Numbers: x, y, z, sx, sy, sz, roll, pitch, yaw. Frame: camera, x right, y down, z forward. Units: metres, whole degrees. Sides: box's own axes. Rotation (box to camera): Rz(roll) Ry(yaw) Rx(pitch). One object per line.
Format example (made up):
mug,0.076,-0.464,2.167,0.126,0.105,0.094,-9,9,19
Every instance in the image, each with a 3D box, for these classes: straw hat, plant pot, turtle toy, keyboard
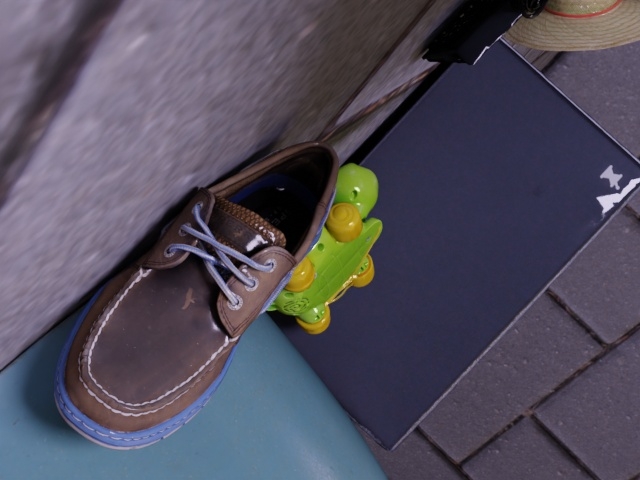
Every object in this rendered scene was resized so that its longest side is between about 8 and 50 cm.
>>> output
straw hat,0.208,-0.203,0.800,0.144,0.145,0.061,-41,132,-45
plant pot,-0.082,0.183,0.534,0.293,0.235,0.293,-46,176,-4
turtle toy,0.000,0.000,0.716,0.130,0.066,0.095,-46,153,-17
keyboard,0.138,-0.186,0.617,0.192,0.038,0.100,-46,-161,-5

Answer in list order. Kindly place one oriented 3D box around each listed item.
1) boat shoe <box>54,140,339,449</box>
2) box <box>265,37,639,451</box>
boat shoe,-0.048,0.010,0.433,0.066,0.066,0.183,-56,180,43
box,0.098,0.000,0.896,0.296,0.183,0.294,-47,177,1
